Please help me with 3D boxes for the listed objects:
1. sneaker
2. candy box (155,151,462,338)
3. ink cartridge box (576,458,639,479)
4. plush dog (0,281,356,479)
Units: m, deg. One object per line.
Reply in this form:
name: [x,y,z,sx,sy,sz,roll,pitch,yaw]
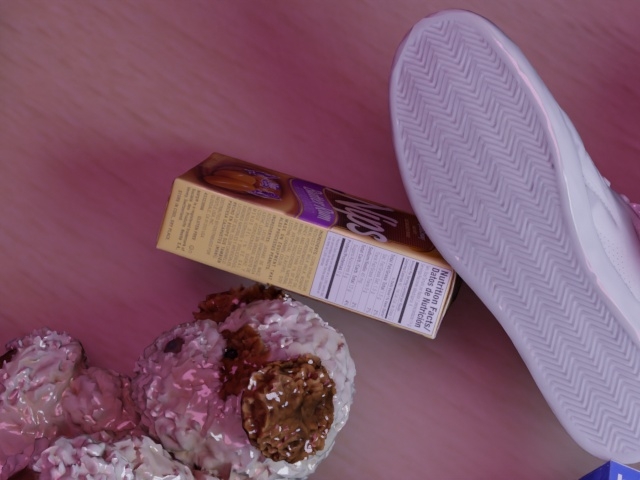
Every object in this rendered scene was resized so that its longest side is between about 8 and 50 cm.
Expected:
sneaker: [0.152,-0.015,1.230,0.108,0.169,0.292,-26,90,28]
candy box: [0.000,0.000,1.260,0.186,0.109,0.053,19,104,6]
ink cartridge box: [0.243,0.215,1.173,0.207,0.046,0.097,24,56,-16]
plush dog: [-0.074,0.129,1.198,0.225,0.262,0.210,-41,111,2]
